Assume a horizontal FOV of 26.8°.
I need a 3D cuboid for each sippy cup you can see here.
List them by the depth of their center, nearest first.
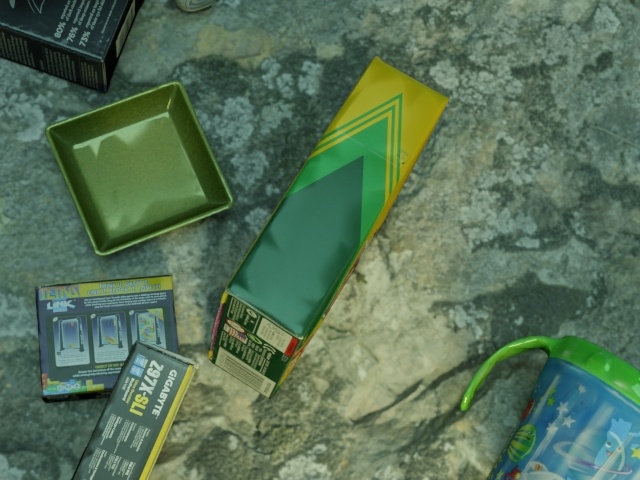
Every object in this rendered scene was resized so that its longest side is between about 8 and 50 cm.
[{"bbox_3d":[0.318,0.269,1.603,0.224,0.305,0.240,-51,129,-7],"label":"sippy cup"}]

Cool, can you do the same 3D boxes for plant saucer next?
[{"bbox_3d":[-0.231,-0.088,1.716,0.188,0.045,0.188,-22,78,-13],"label":"plant saucer"}]

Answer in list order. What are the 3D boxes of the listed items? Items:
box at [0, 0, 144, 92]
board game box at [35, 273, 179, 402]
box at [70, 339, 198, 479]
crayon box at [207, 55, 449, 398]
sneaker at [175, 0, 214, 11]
[{"bbox_3d":[-0.349,-0.306,1.732,0.207,0.108,0.153,20,72,-1],"label":"box"},{"bbox_3d":[-0.261,0.120,1.650,0.170,0.048,0.141,-4,72,-9],"label":"board game box"},{"bbox_3d":[-0.235,0.269,1.473,0.079,0.257,0.322,24,81,-6],"label":"box"},{"bbox_3d":[0.000,0.000,1.554,0.106,0.363,0.313,32,73,3],"label":"crayon box"},{"bbox_3d":[-0.132,-0.417,1.807,0.085,0.086,0.237,23,71,1],"label":"sneaker"}]
